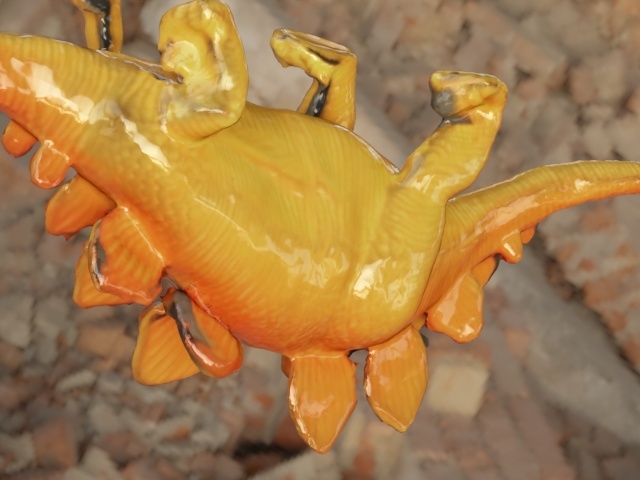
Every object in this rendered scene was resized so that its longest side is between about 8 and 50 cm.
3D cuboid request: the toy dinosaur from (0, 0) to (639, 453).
[{"bbox_3d":[0.000,0.000,0.493,0.288,0.117,0.070,14,3,-33],"label":"toy dinosaur"}]
